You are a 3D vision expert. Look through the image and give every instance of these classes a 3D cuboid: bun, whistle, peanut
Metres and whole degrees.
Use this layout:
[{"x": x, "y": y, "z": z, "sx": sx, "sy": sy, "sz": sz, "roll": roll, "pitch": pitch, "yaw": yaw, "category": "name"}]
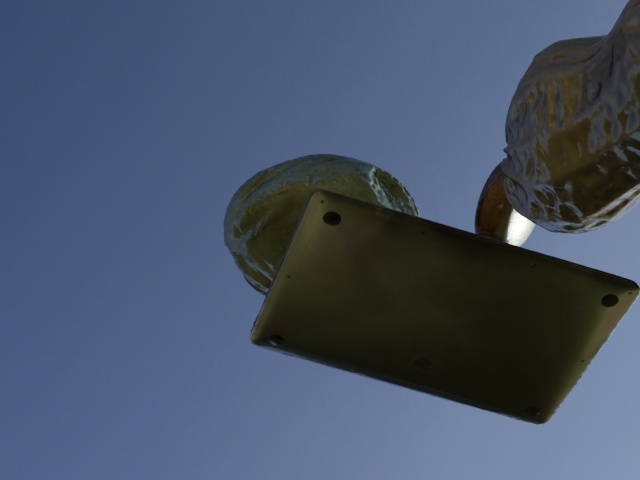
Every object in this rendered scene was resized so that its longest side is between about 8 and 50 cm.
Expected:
[{"x": 0.003, "y": -0.001, "z": 1.451, "sx": 0.221, "sy": 0.108, "sz": 0.221, "roll": 5, "pitch": -45, "yaw": 5, "category": "bun"}, {"x": 0.187, "y": -0.005, "z": 1.436, "sx": 0.057, "sy": 0.220, "sz": 0.107, "roll": 21, "pitch": -18, "yaw": 26, "category": "whistle"}, {"x": 0.166, "y": -0.075, "z": 0.696, "sx": 0.090, "sy": 0.098, "sz": 0.214, "roll": -12, "pitch": -15, "yaw": -30, "category": "peanut"}]

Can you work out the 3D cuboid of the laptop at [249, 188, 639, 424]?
[{"x": 0.094, "y": 0.060, "z": 1.039, "sx": 0.269, "sy": 0.015, "sz": 0.187, "roll": 16, "pitch": -46, "yaw": -8, "category": "laptop"}]
